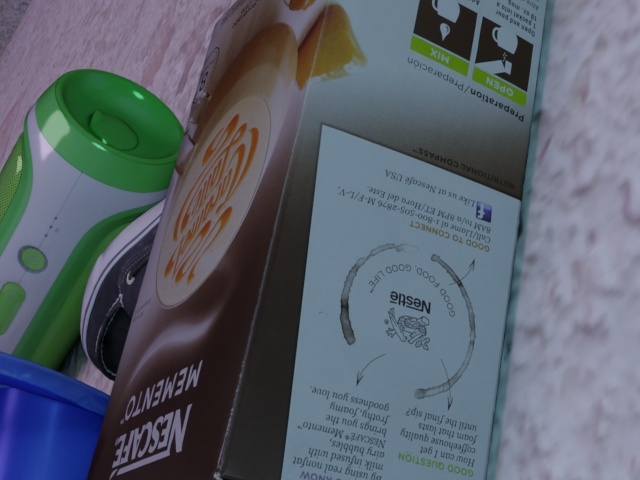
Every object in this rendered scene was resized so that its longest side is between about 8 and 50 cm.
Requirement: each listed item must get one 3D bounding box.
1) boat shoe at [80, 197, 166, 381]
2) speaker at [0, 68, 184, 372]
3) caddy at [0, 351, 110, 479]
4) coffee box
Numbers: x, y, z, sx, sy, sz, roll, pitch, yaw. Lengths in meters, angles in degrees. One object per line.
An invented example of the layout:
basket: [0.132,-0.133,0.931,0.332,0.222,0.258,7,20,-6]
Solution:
boat shoe: [-0.067,0.024,0.628,0.228,0.080,0.076,-42,31,33]
speaker: [-0.221,0.009,0.918,0.296,0.131,0.131,-54,26,30]
caddy: [-0.212,0.144,0.560,0.341,0.241,0.179,-44,33,53]
coffee box: [0.000,0.000,0.457,0.141,0.098,0.246,-33,40,55]
